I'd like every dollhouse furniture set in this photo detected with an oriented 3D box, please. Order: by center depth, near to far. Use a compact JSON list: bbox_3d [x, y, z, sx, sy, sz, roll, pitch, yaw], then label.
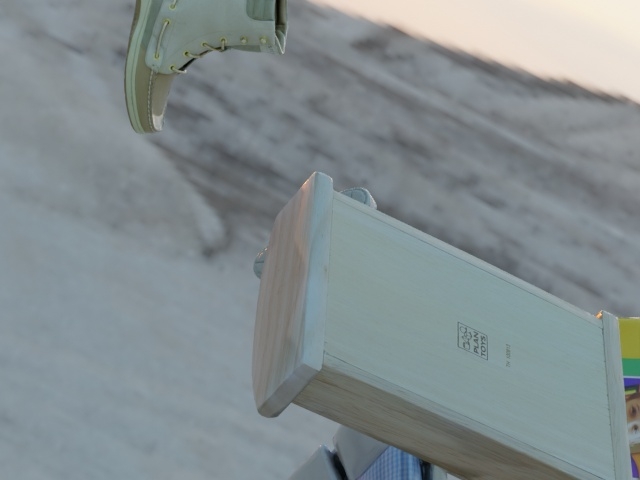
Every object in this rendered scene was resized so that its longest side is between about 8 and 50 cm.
[{"bbox_3d":[-0.001,0.172,1.010,0.198,0.303,0.286,25,40,-19],"label":"dollhouse furniture set"}]

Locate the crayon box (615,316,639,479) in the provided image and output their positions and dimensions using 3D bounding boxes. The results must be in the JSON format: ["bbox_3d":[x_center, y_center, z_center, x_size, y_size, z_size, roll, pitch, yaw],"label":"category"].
[{"bbox_3d":[0.290,0.240,1.415,0.313,0.362,0.106,0,-27,38],"label":"crayon box"}]

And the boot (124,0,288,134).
[{"bbox_3d":[-0.123,-0.211,2.044,0.165,0.213,0.077,10,7,9],"label":"boot"}]

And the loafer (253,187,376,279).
[{"bbox_3d":[0.000,0.000,1.622,0.039,0.125,0.045,42,22,-40],"label":"loafer"}]
